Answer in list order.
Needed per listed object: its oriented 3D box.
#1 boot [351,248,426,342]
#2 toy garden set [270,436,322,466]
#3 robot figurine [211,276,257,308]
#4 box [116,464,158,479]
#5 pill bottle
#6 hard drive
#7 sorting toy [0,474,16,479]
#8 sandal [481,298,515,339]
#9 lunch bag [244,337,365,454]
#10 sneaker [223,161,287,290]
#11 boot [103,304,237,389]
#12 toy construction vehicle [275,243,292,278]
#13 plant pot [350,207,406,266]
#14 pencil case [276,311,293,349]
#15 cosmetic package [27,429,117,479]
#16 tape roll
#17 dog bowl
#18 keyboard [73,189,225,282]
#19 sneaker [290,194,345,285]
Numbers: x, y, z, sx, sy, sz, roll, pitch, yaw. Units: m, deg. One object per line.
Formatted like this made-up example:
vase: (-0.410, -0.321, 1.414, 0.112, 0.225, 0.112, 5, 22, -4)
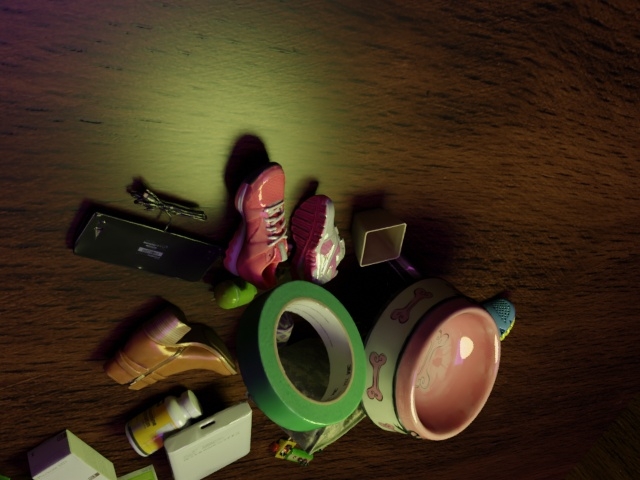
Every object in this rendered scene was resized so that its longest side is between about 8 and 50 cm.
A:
boot: (0.168, 0.190, 1.883, 0.284, 0.138, 0.377, -35, 146, 0)
toy garden set: (-0.023, 0.625, 2.222, 0.244, 0.049, 0.203, -45, 137, 12)
robot figurine: (-0.199, 0.121, 1.627, 0.101, 0.067, 0.115, -27, 173, 36)
box: (-0.483, 0.746, 1.936, 0.114, 0.203, 0.103, -17, 135, -18)
pill bottle: (-0.399, 0.465, 1.806, 0.184, 0.103, 0.103, -32, 138, -2)
hard drive: (-0.301, 0.563, 1.916, 0.232, 0.047, 0.353, -23, 152, -20)
sorting toy: (-0.723, 0.684, 1.806, 0.195, 0.047, 0.348, 3, 135, 10)
sandal: (0.454, 0.267, 2.141, 0.317, 0.126, 0.138, -29, 134, -7)
lunch bag: (-0.007, 0.376, 1.774, 0.287, 0.235, 0.169, -8, 129, -57)
sneaker: (-0.109, -0.024, 1.498, 0.115, 0.136, 0.314, -26, 145, -41)
boot: (-0.351, 0.296, 1.674, 0.220, 0.109, 0.283, -41, 135, 6)
toy construction vehicle: (-0.105, 0.052, 1.660, 0.085, 0.035, 0.098, 5, 125, -35)
plant pot: (0.129, -0.017, 1.696, 0.108, 0.096, 0.109, -12, 133, -22)
pencil case: (-0.135, 0.269, 1.801, 0.086, 0.088, 0.206, 9, 125, -25)
cosmetic package: (-0.628, 0.588, 1.793, 0.117, 0.085, 0.231, -31, 139, -3)
tape roll: (-0.035, 0.249, 1.536, 0.321, 0.322, 0.077, 16, 147, -40)
dog bowl: (0.285, 0.304, 1.730, 0.407, 0.150, 0.409, -12, 110, -38)
keyboard: (-0.338, -0.013, 1.464, 0.317, 0.033, 0.201, 18, 122, -42)
sneaker: (0.000, 0.000, 1.639, 0.111, 0.103, 0.253, -21, 134, -38)
